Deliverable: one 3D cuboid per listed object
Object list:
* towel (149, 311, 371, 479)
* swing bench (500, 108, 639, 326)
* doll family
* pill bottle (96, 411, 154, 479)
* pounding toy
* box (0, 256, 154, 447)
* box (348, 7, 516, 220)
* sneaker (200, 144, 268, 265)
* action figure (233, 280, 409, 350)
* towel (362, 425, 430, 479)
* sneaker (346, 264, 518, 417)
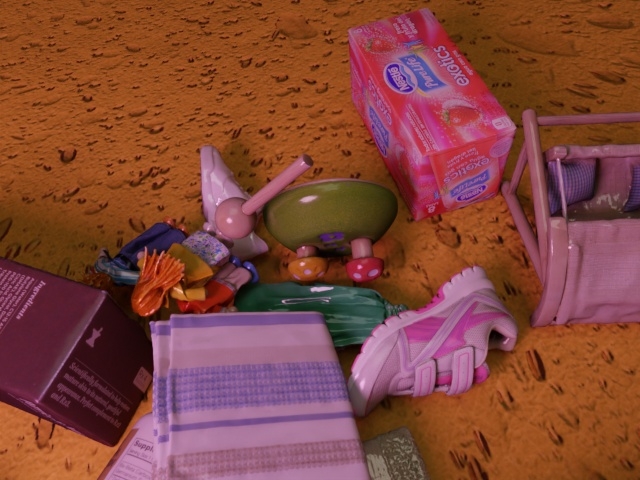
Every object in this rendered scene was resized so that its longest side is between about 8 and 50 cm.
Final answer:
[{"bbox_3d":[-0.065,0.186,0.561,0.209,0.034,0.285,0,42,-17],"label":"towel"},{"bbox_3d":[0.394,-0.030,0.712,0.253,0.165,0.255,-3,56,4],"label":"swing bench"},{"bbox_3d":[-0.221,0.035,0.718,0.262,0.119,0.163,13,42,31],"label":"doll family"},{"bbox_3d":[-0.161,0.257,0.587,0.131,0.131,0.229,17,49,17],"label":"pill bottle"},{"bbox_3d":[0.000,0.000,0.712,0.182,0.236,0.110,-21,66,37],"label":"pounding toy"},{"bbox_3d":[-0.414,0.110,0.686,0.381,0.191,0.143,13,59,15],"label":"box"},{"bbox_3d":[0.157,-0.201,0.863,0.142,0.154,0.300,-17,57,-6],"label":"box"},{"bbox_3d":[-0.134,-0.059,0.851,0.094,0.080,0.212,-9,61,-15],"label":"sneaker"},{"bbox_3d":[0.001,0.104,0.721,0.232,0.064,0.137,-5,53,7],"label":"action figure"},{"bbox_3d":[0.076,0.288,0.609,0.109,0.027,0.148,-15,55,-5],"label":"towel"},{"bbox_3d":[0.140,0.136,0.662,0.252,0.103,0.111,-34,57,-16],"label":"sneaker"}]
